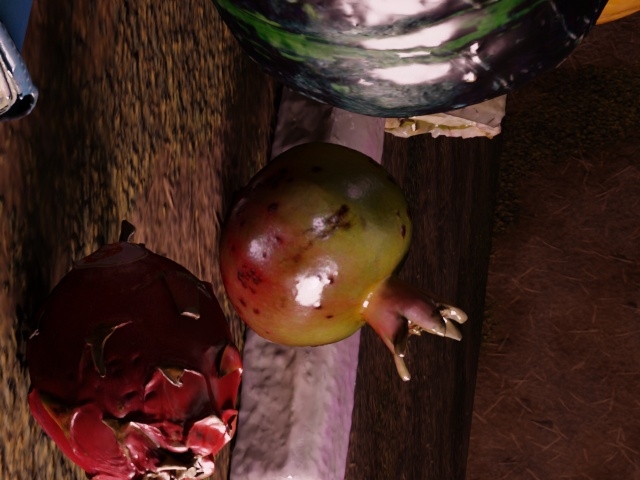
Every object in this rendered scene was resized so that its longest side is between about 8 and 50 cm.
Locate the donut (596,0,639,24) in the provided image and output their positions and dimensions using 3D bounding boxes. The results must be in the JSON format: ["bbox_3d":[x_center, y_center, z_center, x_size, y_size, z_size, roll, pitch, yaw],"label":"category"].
[{"bbox_3d":[0.195,-0.343,1.327,0.449,0.198,0.449,-34,143,-31],"label":"donut"}]

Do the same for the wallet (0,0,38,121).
[{"bbox_3d":[-0.113,-0.154,0.620,0.141,0.059,0.202,69,26,-64],"label":"wallet"}]

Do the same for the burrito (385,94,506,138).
[{"bbox_3d":[0.075,-0.244,1.515,0.135,0.190,0.332,-9,-109,62],"label":"burrito"}]

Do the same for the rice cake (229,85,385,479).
[{"bbox_3d":[0.000,-0.001,1.314,0.070,0.064,0.399,31,60,-49],"label":"rice cake"}]

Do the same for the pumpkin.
[{"bbox_3d":[0.015,-0.207,0.886,0.315,0.238,0.315,-15,90,-85],"label":"pumpkin"}]

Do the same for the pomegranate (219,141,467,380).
[{"bbox_3d":[0.007,0.020,1.185,0.159,0.129,0.129,60,8,4],"label":"pomegranate"}]

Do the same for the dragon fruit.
[{"bbox_3d":[-0.087,0.036,0.839,0.190,0.094,0.094,-114,-161,-59],"label":"dragon fruit"}]
